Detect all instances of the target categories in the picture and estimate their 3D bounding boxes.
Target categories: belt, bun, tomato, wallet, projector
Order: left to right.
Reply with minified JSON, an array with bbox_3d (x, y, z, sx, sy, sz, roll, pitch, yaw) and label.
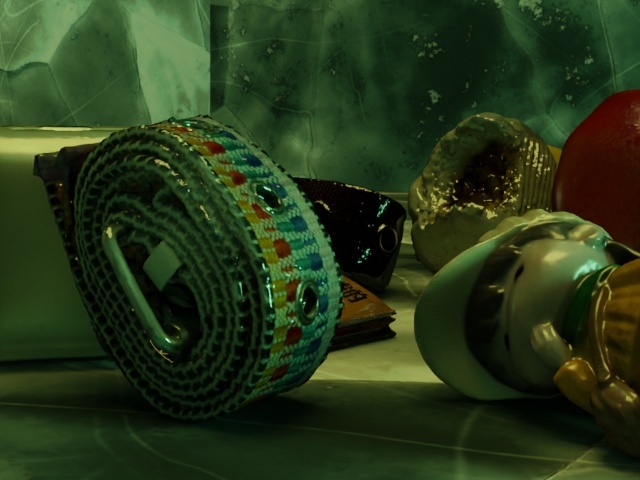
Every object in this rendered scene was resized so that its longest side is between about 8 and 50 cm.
[{"bbox_3d":[-0.250,-0.005,1.161,0.249,0.248,0.248,-1,7,-15],"label":"projector"},{"bbox_3d":[-0.118,0.013,0.925,0.206,0.295,0.160,-30,-9,33],"label":"belt"},{"bbox_3d":[-0.022,0.070,1.240,0.161,0.042,0.195,-6,26,-43],"label":"wallet"},{"bbox_3d":[0.000,0.000,1.559,0.184,0.164,0.289,28,-14,-40],"label":"belt"},{"bbox_3d":[0.234,-0.038,1.500,0.204,0.282,0.281,-8,0,38],"label":"bun"},{"bbox_3d":[0.483,-0.051,1.403,0.325,0.293,0.290,18,5,-23],"label":"tomato"}]

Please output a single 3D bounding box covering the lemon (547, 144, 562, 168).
[{"bbox_3d":[0.329,-0.055,1.719,0.263,0.236,0.236,-18,6,5],"label":"lemon"}]

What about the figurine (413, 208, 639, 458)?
[{"bbox_3d":[0.251,0.078,0.902,0.204,0.185,0.332,4,8,-39],"label":"figurine"}]
